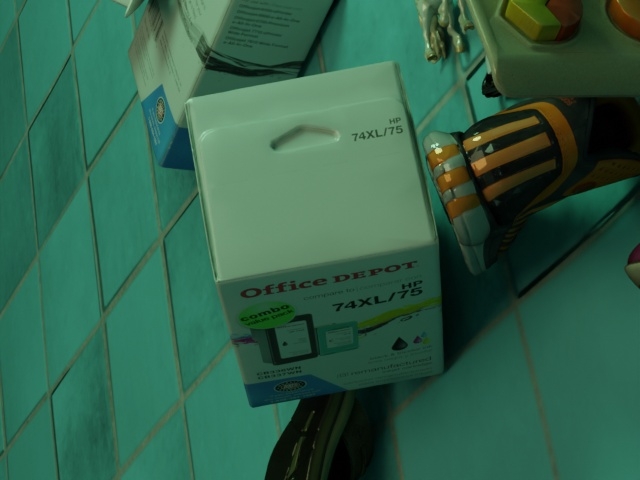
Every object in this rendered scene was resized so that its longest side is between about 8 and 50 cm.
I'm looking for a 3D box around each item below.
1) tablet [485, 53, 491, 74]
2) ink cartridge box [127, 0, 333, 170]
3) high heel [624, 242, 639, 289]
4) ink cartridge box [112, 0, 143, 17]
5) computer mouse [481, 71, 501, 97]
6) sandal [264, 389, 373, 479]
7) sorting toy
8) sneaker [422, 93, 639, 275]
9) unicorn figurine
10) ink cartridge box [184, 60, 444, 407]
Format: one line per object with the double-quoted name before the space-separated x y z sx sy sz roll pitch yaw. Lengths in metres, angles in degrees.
"tablet" 0.174 -0.198 1.565 0.083 0.006 0.054 -59 15 31
"ink cartridge box" -0.111 -0.265 2.032 0.307 0.129 0.223 -62 33 38
"high heel" 0.349 -0.019 1.150 0.181 0.127 0.377 -58 20 -12
"ink cartridge box" -0.228 -0.420 2.122 0.353 0.119 0.207 -79 13 -70
"computer mouse" 0.209 -0.157 1.488 0.242 0.041 0.071 -8 64 70
"sandal" 0.018 0.200 1.752 0.120 0.086 0.302 5 75 69
"sorting toy" 0.201 -0.204 1.329 0.038 0.193 0.208 114 149 -53
"sneaker" 0.188 -0.058 1.425 0.321 0.180 0.124 1 -113 -86
"unicorn figurine" 0.125 -0.245 1.637 0.162 0.060 0.111 -40 51 54
"ink cartridge box" 0.000 0.000 1.568 0.270 0.198 0.197 80 180 -61
